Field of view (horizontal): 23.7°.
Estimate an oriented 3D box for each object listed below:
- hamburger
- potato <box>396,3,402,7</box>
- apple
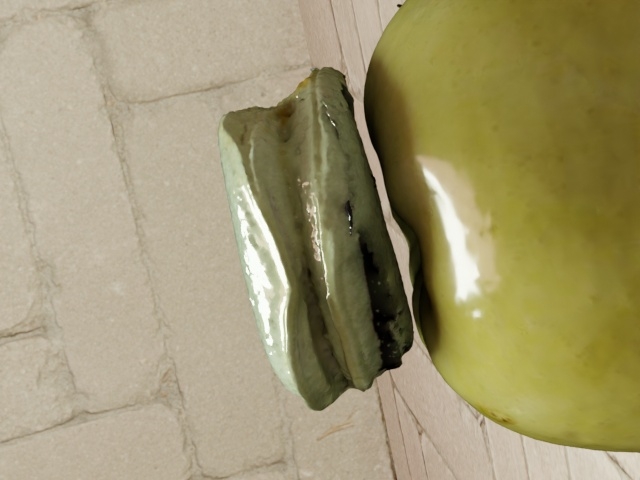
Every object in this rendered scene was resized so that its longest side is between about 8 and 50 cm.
[{"bbox_3d":[0.000,0.000,0.649,0.133,0.062,0.140,-74,-33,-80],"label":"hamburger"},{"bbox_3d":[0.157,-0.084,0.907,0.243,0.138,0.098,63,-145,-30],"label":"potato"},{"bbox_3d":[0.145,-0.031,0.670,0.262,0.262,0.262,166,90,-83],"label":"apple"}]
